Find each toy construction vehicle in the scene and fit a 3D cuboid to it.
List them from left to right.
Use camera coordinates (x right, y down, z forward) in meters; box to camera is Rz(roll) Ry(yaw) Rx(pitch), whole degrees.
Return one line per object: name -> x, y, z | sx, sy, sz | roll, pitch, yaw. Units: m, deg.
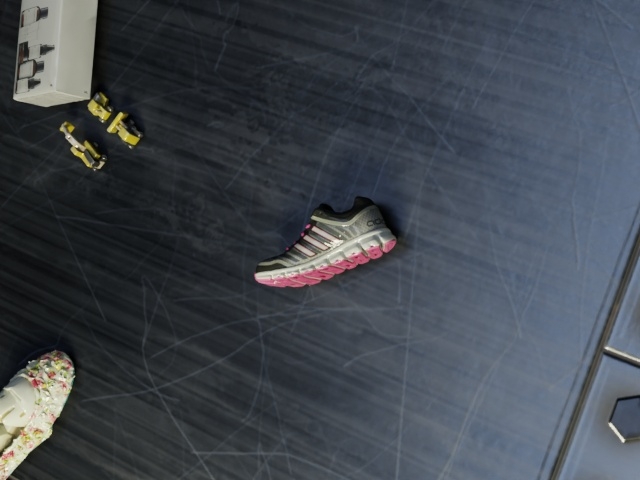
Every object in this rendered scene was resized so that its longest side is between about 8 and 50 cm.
toy construction vehicle -> -0.282, -0.138, 1.705 | 0.086, 0.035, 0.098 | -47, 62, 17

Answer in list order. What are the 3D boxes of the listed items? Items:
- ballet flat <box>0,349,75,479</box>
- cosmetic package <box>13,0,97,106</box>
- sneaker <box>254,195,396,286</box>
ballet flat -> -0.399, 0.239, 1.696 | 0.091, 0.077, 0.241 | 43, 104, 29
cosmetic package -> -0.341, -0.300, 1.740 | 0.098, 0.060, 0.239 | -3, 81, 42
sneaker -> 0.000, 0.000, 1.500 | 0.170, 0.063, 0.075 | -21, 72, 22
